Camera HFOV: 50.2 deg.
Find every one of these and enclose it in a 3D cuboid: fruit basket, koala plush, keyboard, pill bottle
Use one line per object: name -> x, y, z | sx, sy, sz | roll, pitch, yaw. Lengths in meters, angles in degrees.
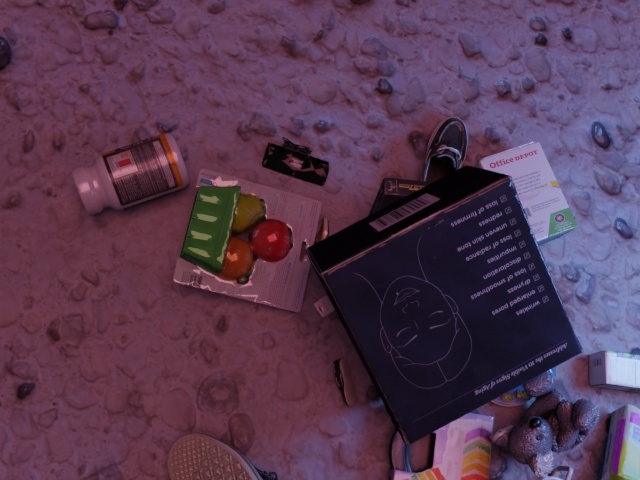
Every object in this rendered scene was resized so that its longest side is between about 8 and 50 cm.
fruit basket -> -0.192, 0.001, 1.848 | 0.353, 0.165, 0.327 | 16, 73, -19
koala plush -> 0.565, 0.496, 1.754 | 0.221, 0.203, 0.196 | -32, 46, -29
keyboard -> -0.066, -0.231, 1.976 | 0.192, 0.038, 0.100 | 19, 96, -3
pill bottle -> -0.504, -0.173, 1.826 | 0.278, 0.162, 0.162 | -20, 78, -13

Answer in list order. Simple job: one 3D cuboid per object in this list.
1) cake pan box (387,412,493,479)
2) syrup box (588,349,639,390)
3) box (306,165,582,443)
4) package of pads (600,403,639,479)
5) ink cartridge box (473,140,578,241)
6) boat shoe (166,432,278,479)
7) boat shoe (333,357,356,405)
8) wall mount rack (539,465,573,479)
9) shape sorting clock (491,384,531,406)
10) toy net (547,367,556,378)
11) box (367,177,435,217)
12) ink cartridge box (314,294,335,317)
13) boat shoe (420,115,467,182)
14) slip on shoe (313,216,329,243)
cake pan box -> 0.308, 0.560, 1.784 | 0.266, 0.070, 0.246 | 12, 71, -4
syrup box -> 0.880, 0.370, 1.899 | 0.236, 0.093, 0.096 | 8, 73, -6
box -> 0.288, 0.140, 1.656 | 0.479, 0.297, 0.472 | -27, 103, -2
package of pads -> 0.904, 0.607, 1.806 | 0.296, 0.101, 0.229 | 27, 55, 1
ink cartridge box -> 0.581, -0.120, 1.981 | 0.201, 0.117, 0.278 | -18, 78, -12
boat shoe -> -0.162, 0.649, 1.656 | 0.500, 0.156, 0.187 | 31, 78, 13
boat shoe -> 0.061, 0.377, 1.815 | 0.046, 0.038, 0.125 | -4, 77, -52
wall mount rack -> 0.657, 0.768, 1.748 | 0.350, 0.130, 0.304 | 31, 69, 2
shape sorting clock -> 0.513, 0.351, 1.882 | 0.206, 0.040, 0.206 | 2, 74, -7
toy net -> 0.622, 0.278, 1.891 | 0.122, 0.045, 0.232 | 37, 54, -16
box -> 0.236, -0.081, 1.863 | 0.183, 0.233, 0.059 | 6, 62, -7
ink cartridge box -> 0.026, 0.172, 1.871 | 0.083, 0.028, 0.048 | -32, 81, -15
boat shoe -> 0.362, -0.221, 1.978 | 0.121, 0.119, 0.335 | 19, 73, -2
slip on shoe -> 0.000, 0.000, 1.908 | 0.041, 0.051, 0.135 | 3, 80, 5
